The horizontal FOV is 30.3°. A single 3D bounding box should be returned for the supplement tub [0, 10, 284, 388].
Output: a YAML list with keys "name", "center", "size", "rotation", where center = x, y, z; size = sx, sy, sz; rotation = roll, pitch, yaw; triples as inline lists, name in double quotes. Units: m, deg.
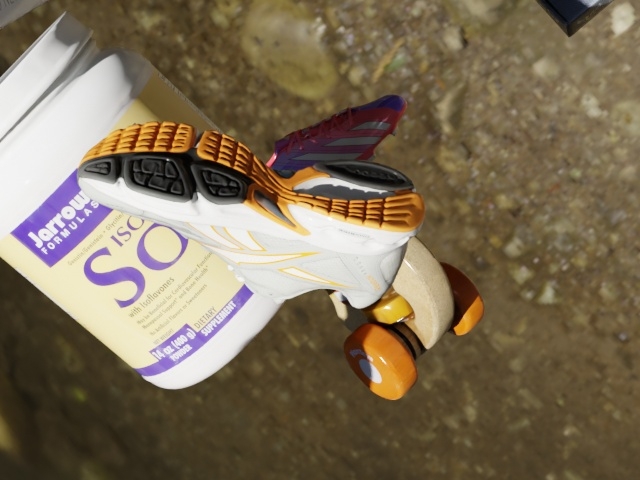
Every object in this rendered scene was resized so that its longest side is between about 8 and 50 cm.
- name: "supplement tub"
  center: [-0.196, -0.039, 1.175]
  size: [0.331, 0.241, 0.241]
  rotation: [43, 149, -18]

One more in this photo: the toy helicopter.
- name: "toy helicopter"
  center: [0.000, 0.000, 1.278]
  size: [0.355, 0.140, 0.235]
  rotation: [25, 146, 43]

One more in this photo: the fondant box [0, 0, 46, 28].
- name: "fondant box"
  center: [-0.209, -0.265, 0.547]
  size: [0.096, 0.238, 0.330]
  rotation: [-8, 114, 19]

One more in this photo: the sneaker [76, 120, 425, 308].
- name: "sneaker"
  center: [-0.059, -0.005, 0.903]
  size: [0.262, 0.099, 0.121]
  rotation: [13, 129, 2]

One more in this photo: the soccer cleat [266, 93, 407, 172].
- name: "soccer cleat"
  center: [-0.001, -0.119, 1.522]
  size: [0.248, 0.083, 0.095]
  rotation: [-37, 105, 17]

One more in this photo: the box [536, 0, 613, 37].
- name: "box"
  center: [0.332, -0.391, 1.438]
  size: [0.183, 0.232, 0.059]
  rotation: [53, -172, 15]
